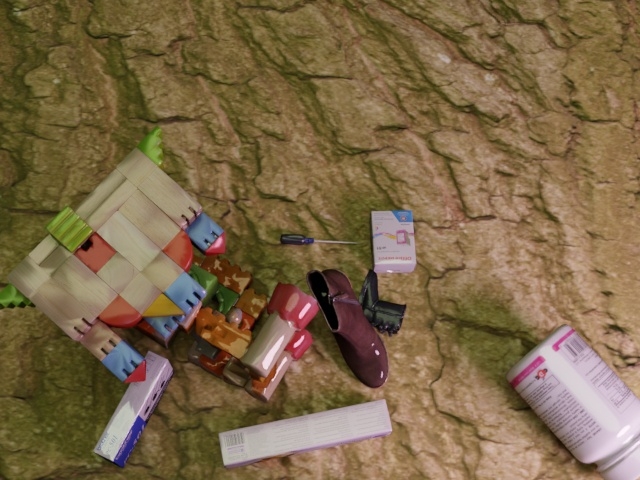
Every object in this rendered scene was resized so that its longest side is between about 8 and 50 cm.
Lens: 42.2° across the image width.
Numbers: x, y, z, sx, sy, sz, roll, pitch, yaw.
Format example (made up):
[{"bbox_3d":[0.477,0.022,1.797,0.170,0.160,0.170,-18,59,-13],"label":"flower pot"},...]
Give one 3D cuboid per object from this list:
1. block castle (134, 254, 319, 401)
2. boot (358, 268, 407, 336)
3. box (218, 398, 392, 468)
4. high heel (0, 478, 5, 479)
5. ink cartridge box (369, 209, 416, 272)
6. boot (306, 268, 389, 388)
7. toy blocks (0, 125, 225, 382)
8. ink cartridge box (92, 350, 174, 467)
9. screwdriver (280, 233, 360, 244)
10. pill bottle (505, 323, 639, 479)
[{"bbox_3d":[-0.225,0.089,1.551,0.453,0.303,0.213,28,69,9],"label":"block castle"},{"bbox_3d":[0.126,0.127,1.681,0.099,0.045,0.121,16,75,8],"label":"boot"},{"bbox_3d":[-0.029,0.366,1.569,0.324,0.063,0.067,-11,70,-6],"label":"box"},{"bbox_3d":[-0.481,0.460,1.481,0.377,0.127,0.181,-14,79,-3],"label":"high heel"},{"bbox_3d":[0.150,0.003,1.729,0.088,0.052,0.122,-2,69,-2],"label":"ink cartridge box"},{"bbox_3d":[0.046,0.170,1.559,0.090,0.207,0.248,-24,81,12],"label":"boot"},{"bbox_3d":[-0.297,0.047,1.337,0.261,0.191,0.381,42,78,0],"label":"toy blocks"},{"bbox_3d":[-0.348,0.318,1.564,0.046,0.097,0.207,24,68,8],"label":"ink cartridge box"},{"bbox_3d":[0.000,0.000,1.742,0.170,0.025,0.024,2,68,0],"label":"screwdriver"},{"bbox_3d":[0.498,0.310,1.551,0.160,0.160,0.283,-36,72,-14],"label":"pill bottle"}]
